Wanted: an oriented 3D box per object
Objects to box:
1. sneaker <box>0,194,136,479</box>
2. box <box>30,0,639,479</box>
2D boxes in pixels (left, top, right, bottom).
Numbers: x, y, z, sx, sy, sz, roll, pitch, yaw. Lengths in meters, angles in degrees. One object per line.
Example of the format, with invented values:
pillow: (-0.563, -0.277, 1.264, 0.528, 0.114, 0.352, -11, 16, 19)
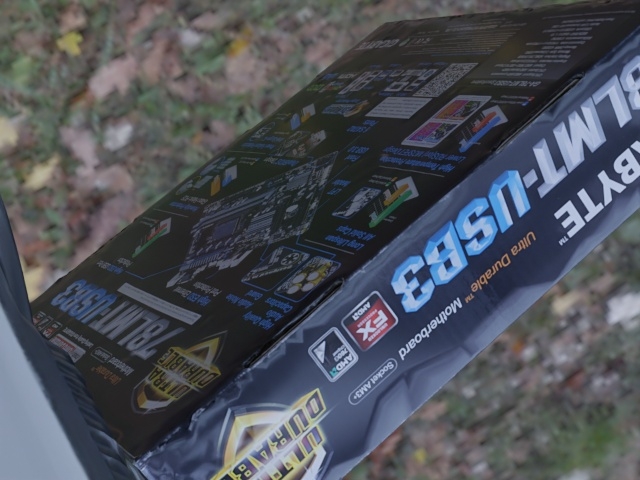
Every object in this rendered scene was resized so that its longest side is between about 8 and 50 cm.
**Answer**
sneaker: (-0.204, 0.042, 0.367, 0.257, 0.447, 0.169, -18, 141, -21)
box: (0.000, 0.000, 0.736, 0.293, 0.073, 0.295, -41, -161, -14)
